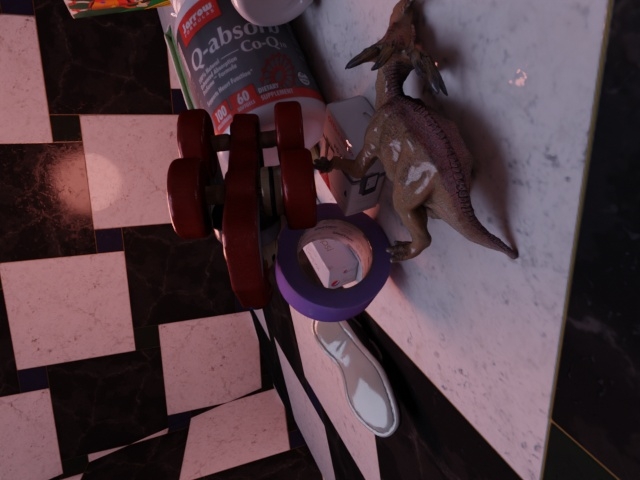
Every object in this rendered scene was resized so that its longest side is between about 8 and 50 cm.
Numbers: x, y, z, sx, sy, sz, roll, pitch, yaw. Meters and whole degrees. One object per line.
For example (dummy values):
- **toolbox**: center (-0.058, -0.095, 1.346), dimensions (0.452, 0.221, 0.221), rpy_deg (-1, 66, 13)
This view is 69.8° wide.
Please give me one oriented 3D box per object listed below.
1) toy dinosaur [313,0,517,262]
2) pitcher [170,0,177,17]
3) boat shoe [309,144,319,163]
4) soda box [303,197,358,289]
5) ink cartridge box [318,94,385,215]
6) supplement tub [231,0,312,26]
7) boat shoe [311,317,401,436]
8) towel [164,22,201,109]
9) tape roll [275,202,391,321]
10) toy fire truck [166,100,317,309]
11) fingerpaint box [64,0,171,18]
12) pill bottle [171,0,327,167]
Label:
- **toy dinosaur**: center (0.105, -0.105, 0.490), dimensions (0.296, 0.127, 0.200), rpy_deg (57, 152, 24)
- **pitcher**: center (-0.263, -0.498, 1.006), dimensions (0.207, 0.178, 0.125), rpy_deg (50, 168, 3)
- **boat shoe**: center (-0.043, -0.166, 0.987), dimensions (0.153, 0.048, 0.056), rpy_deg (138, 112, -71)
- **soda box**: center (0.000, 0.000, 1.000), dimensions (0.216, 0.069, 0.074), rpy_deg (58, 158, 34)
- **ink cartridge box**: center (0.050, -0.129, 0.714), dimensions (0.150, 0.063, 0.109), rpy_deg (98, 149, -56)
- **supplement tub**: center (-0.096, -0.447, 0.691), dimensions (0.144, 0.144, 0.200), rpy_deg (111, 138, -64)
- **boat shoe**: center (0.091, 0.267, 0.977), dimensions (0.114, 0.091, 0.302), rpy_deg (-45, 53, 22)
- **towel**: center (-0.251, -0.373, 1.146), dimensions (0.248, 0.038, 0.325), rpy_deg (70, -161, 4)
- **tape roll**: center (0.019, 0.036, 0.773), dimensions (0.080, 0.189, 0.189), rpy_deg (107, 141, -64)
- **toy fire truck**: center (-0.096, -0.039, 0.651), dimensions (0.302, 0.169, 0.254), rpy_deg (-100, 5, -47)
- **fingerpaint box**: center (-0.492, -0.818, 1.116), dimensions (0.163, 0.371, 0.445), rpy_deg (-167, 60, -72)
- **pill bottle**: center (-0.141, -0.332, 0.841), dimensions (0.210, 0.210, 0.363), rpy_deg (125, 124, -69)
